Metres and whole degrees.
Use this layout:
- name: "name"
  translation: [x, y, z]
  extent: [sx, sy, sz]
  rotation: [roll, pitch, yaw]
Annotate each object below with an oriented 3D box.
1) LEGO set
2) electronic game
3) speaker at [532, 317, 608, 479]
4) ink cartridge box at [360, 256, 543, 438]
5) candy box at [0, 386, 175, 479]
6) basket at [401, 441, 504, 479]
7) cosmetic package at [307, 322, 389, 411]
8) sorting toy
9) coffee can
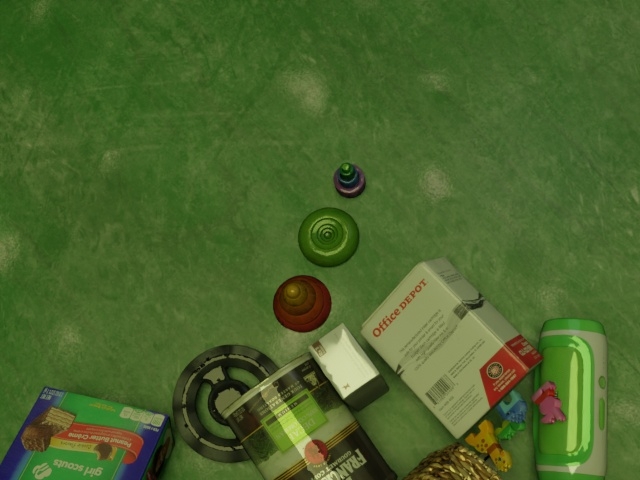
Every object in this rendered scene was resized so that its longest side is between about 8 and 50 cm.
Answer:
- name: "LEGO set"
  translation: [0.336, 0.353, 1.532]
  extent: [0.227, 0.087, 0.093]
  rotation: [-53, 41, 24]
- name: "electronic game"
  translation: [-0.175, 0.318, 1.700]
  extent: [0.229, 0.048, 0.229]
  rotation: [0, 74, 0]
- name: "speaker"
  translation: [0.457, 0.296, 1.579]
  extent: [0.131, 0.131, 0.296]
  rotation: [3, 74, 9]
- name: "ink cartridge box"
  translation: [0.239, 0.193, 1.608]
  extent: [0.273, 0.114, 0.197]
  rotation: [47, 114, 17]
- name: "candy box"
  translation: [-0.453, 0.452, 1.599]
  extent: [0.268, 0.122, 0.317]
  rotation: [10, 49, 11]
- name: "basket"
  translation: [0.227, 0.511, 1.396]
  extent: [0.223, 0.213, 0.299]
  rotation: [-35, 81, -24]
- name: "cosmetic package"
  translation: [0.057, 0.237, 1.596]
  extent: [0.085, 0.231, 0.117]
  rotation: [-35, 73, -3]
- name: "sorting toy"
  translation: [0.000, 0.000, 1.732]
  extent: [0.127, 0.126, 0.365]
  rotation: [19, 78, 13]
- name: "coffee can"
  translation: [-0.022, 0.371, 1.564]
  extent: [0.201, 0.201, 0.275]
  rotation: [-35, 80, -3]
